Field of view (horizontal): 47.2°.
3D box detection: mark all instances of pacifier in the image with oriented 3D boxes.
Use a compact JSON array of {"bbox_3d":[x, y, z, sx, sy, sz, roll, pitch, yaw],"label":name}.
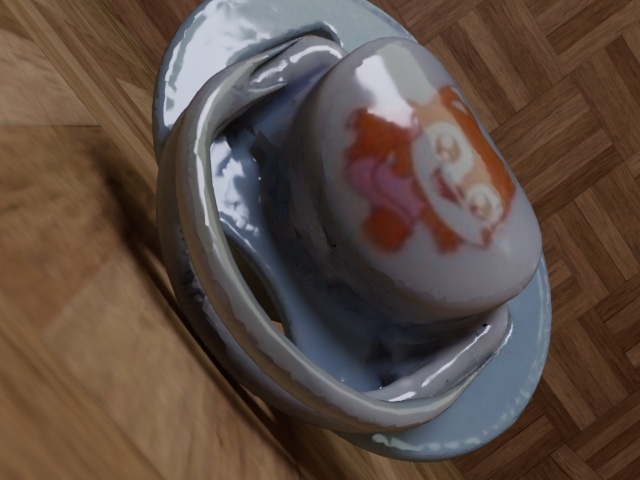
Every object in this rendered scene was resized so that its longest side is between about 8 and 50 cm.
[{"bbox_3d":[0.000,0.000,0.454,0.300,0.244,0.233,58,-31,-1],"label":"pacifier"}]
